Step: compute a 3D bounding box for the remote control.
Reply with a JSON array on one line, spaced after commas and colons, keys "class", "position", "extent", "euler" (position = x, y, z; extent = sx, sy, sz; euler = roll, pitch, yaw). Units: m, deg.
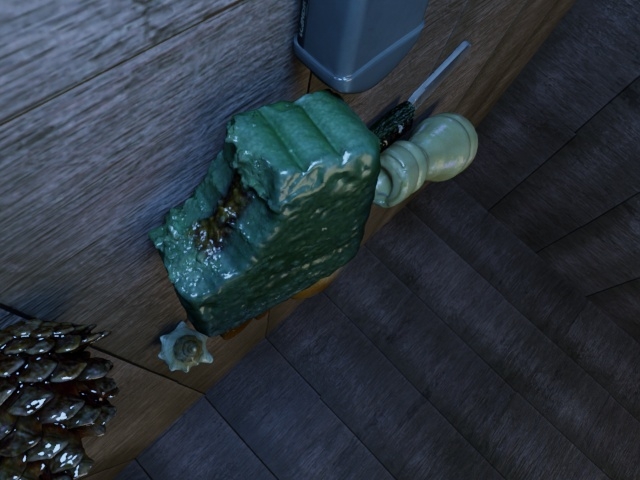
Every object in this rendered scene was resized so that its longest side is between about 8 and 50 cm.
[{"class": "remote control", "position": [0.319, -0.444, 1.137], "extent": [0.245, 0.022, 0.077], "euler": [-45, 168, 4]}]

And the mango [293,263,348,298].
[{"class": "mango", "position": [0.000, 0.000, 1.155], "extent": [0.383, 0.199, 0.221], "euler": [-58, 162, 2]}]

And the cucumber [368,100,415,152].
[{"class": "cucumber", "position": [0.140, -0.254, 1.034], "extent": [0.241, 0.074, 0.074], "euler": [-40, 169, -14]}]

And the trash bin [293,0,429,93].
[{"class": "trash bin", "position": [0.059, -0.290, 0.481], "extent": [0.177, 0.101, 0.236], "euler": [-40, 167, -20]}]

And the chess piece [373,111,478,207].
[{"class": "chess piece", "position": [0.314, -0.263, 1.343], "extent": [0.442, 0.234, 0.234], "euler": [-30, 162, -42]}]

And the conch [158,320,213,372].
[{"class": "conch", "position": [-0.338, 0.271, 1.069], "extent": [0.234, 0.137, 0.114], "euler": [142, -35, -79]}]

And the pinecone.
[{"class": "pinecone", "position": [-0.343, 0.201, 0.511], "extent": [0.184, 0.204, 0.179], "euler": [-32, 172, 21]}]

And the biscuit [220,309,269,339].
[{"class": "biscuit", "position": [-0.184, 0.167, 1.417], "extent": [0.432, 0.064, 0.283], "euler": [-41, 163, -29]}]

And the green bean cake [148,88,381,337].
[{"class": "green bean cake", "position": [-0.083, -0.036, 0.596], "extent": [0.300, 0.169, 0.307], "euler": [-25, 154, -21]}]
